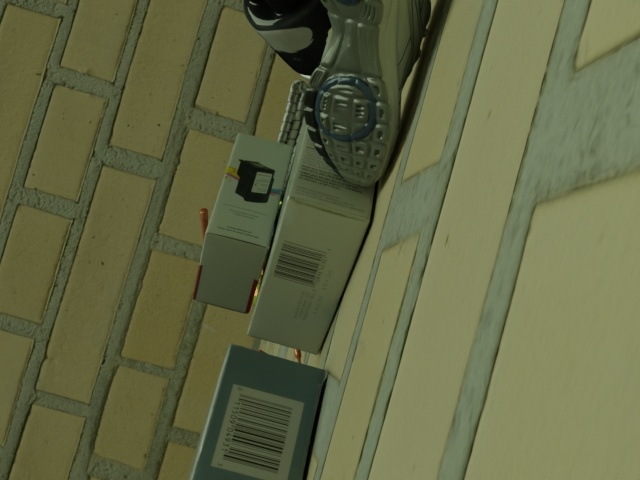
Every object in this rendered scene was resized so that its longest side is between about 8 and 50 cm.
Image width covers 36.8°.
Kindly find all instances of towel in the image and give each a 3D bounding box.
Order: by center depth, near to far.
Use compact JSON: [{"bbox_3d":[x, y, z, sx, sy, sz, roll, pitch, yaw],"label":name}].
[{"bbox_3d":[-0.024,-0.120,1.686,0.235,0.121,0.283,135,149,-85],"label":"towel"}]

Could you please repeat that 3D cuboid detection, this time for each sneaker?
[{"bbox_3d":[0.062,-0.193,0.955,0.129,0.111,0.297,-29,-46,-43],"label":"sneaker"}]

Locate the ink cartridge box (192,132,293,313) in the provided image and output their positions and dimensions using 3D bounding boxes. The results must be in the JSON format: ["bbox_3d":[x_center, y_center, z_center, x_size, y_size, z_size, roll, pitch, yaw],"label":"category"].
[{"bbox_3d":[-0.092,-0.022,1.151,0.127,0.072,0.175,108,175,-46],"label":"ink cartridge box"}]

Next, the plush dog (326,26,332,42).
[{"bbox_3d":[0.044,-0.392,1.324,0.210,0.262,0.225,-40,23,11],"label":"plush dog"}]

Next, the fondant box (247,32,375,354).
[{"bbox_3d":[0.004,-0.062,1.186,0.330,0.096,0.238,-77,4,-46],"label":"fondant box"}]

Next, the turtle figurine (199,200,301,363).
[{"bbox_3d":[-0.056,0.026,1.327,0.087,0.269,0.217,-19,24,29],"label":"turtle figurine"}]

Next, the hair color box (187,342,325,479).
[{"bbox_3d":[-0.100,0.293,1.105,0.374,0.113,0.185,112,173,-55],"label":"hair color box"}]

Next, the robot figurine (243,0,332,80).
[{"bbox_3d":[-0.014,-0.376,1.588,0.278,0.173,0.209,39,-145,-51],"label":"robot figurine"}]
